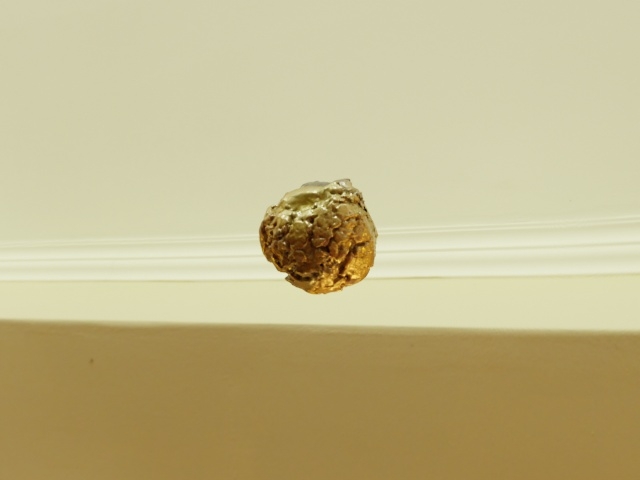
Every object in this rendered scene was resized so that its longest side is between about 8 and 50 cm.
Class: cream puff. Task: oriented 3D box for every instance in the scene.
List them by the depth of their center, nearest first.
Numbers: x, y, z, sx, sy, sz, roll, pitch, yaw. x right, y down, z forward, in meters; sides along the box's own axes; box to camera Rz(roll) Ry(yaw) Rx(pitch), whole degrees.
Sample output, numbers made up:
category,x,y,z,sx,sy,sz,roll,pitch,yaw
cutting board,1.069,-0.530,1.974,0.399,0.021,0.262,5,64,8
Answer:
category,x,y,z,sx,sy,sz,roll,pitch,yaw
cream puff,0.000,0.000,0.658,0.119,0.104,0.133,52,-38,-7
